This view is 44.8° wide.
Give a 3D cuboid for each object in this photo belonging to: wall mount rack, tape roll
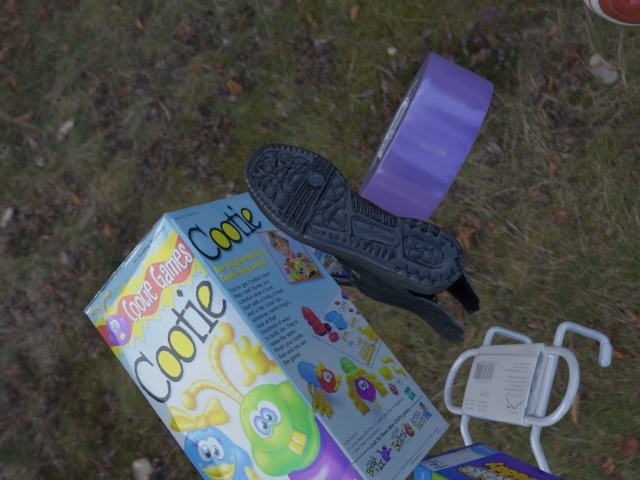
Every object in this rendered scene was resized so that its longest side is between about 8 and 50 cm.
[{"bbox_3d":[0.306,0.277,1.161,0.350,0.130,0.304,156,133,-71],"label":"wall mount rack"},{"bbox_3d":[0.120,-0.116,0.903,0.080,0.189,0.189,26,94,-3],"label":"tape roll"}]

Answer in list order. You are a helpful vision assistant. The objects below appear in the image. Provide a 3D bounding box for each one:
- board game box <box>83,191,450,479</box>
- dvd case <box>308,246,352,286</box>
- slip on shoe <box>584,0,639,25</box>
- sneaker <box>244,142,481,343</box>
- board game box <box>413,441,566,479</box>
[{"bbox_3d":[-0.047,0.112,0.674,0.142,0.144,0.275,-44,78,30],"label":"board game box"},{"bbox_3d":[0.000,0.000,1.328,0.253,0.022,0.180,6,46,21],"label":"dvd case"},{"bbox_3d":[0.463,-0.312,0.942,0.101,0.331,0.123,-132,46,-58],"label":"slip on shoe"},{"bbox_3d":[0.028,0.005,0.486,0.170,0.089,0.051,28,73,4],"label":"sneaker"},{"bbox_3d":[0.179,0.364,0.607,0.233,0.078,0.347,4,99,63],"label":"board game box"}]
